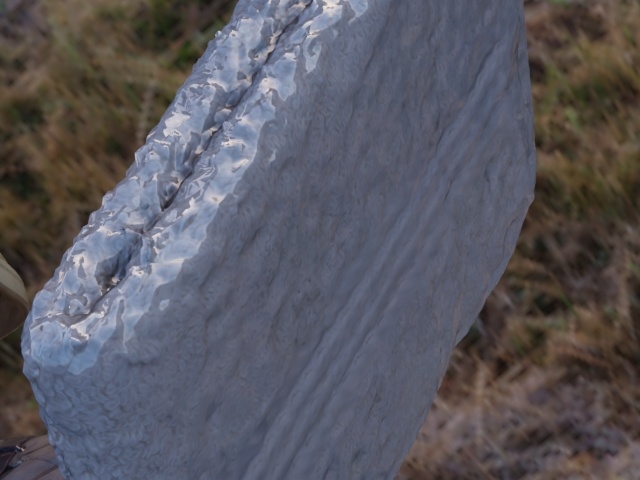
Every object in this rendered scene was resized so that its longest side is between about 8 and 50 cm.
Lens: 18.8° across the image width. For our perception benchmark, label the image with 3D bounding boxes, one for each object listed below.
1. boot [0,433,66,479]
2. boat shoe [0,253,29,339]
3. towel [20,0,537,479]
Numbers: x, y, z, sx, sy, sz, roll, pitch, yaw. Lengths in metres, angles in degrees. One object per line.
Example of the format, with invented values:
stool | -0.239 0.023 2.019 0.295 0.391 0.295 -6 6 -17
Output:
boot | -0.098 0.088 0.771 0.087 0.042 0.118 -2 21 33
boat shoe | -0.214 -0.021 0.696 0.109 0.302 0.098 -28 64 21
towel | 0.000 0.000 0.619 0.049 0.187 0.282 11 47 24
